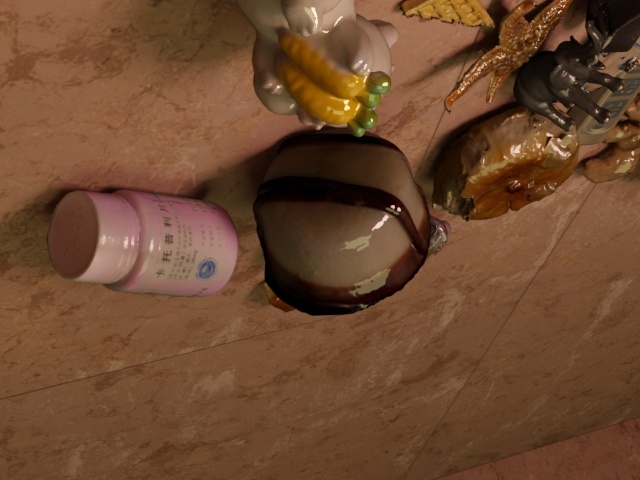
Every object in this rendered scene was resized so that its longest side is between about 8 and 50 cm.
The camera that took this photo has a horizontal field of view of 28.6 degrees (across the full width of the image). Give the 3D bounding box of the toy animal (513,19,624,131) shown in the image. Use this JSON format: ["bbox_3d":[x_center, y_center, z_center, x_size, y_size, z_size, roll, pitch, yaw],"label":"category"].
[{"bbox_3d":[0.376,-0.238,1.844,0.137,0.082,0.269,32,161,-10],"label":"toy animal"}]

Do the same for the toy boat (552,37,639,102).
[{"bbox_3d":[0.429,-0.269,1.958,0.084,0.066,0.210,30,142,-16],"label":"toy boat"}]

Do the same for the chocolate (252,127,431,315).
[{"bbox_3d":[0.018,-0.051,1.858,0.283,0.283,0.186,-25,138,5],"label":"chocolate"}]

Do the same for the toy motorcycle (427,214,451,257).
[{"bbox_3d":[0.167,0.014,2.248,0.152,0.073,0.225,-29,168,-34],"label":"toy motorcycle"}]

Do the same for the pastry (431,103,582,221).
[{"bbox_3d":[0.312,-0.119,2.073,0.236,0.121,0.257,-10,152,-24],"label":"pastry"}]

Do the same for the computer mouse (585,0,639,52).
[{"bbox_3d":[0.423,-0.338,1.774,0.062,0.106,0.192,2,153,-19],"label":"computer mouse"}]

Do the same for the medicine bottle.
[{"bbox_3d":[-0.255,0.004,1.824,0.254,0.152,0.152,6,142,-47],"label":"medicine bottle"}]

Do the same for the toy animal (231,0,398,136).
[{"bbox_3d":[-0.007,-0.248,1.480,0.183,0.247,0.310,-13,141,18],"label":"toy animal"}]

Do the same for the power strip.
[{"bbox_3d":[0.482,-0.252,2.046,0.080,0.048,0.286,-10,149,-26],"label":"power strip"}]

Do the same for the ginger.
[{"bbox_3d":[0.541,-0.186,2.205,0.149,0.065,0.258,16,141,-34],"label":"ginger"}]

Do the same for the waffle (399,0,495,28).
[{"bbox_3d":[0.178,-0.309,1.726,0.097,0.023,0.152,-28,155,16],"label":"waffle"}]

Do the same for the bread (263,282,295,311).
[{"bbox_3d":[0.011,0.051,2.237,0.226,0.049,0.088,-30,153,12],"label":"bread"}]

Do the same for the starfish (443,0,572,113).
[{"bbox_3d":[0.276,-0.287,1.796,0.138,0.050,0.247,-14,146,-53],"label":"starfish"}]
